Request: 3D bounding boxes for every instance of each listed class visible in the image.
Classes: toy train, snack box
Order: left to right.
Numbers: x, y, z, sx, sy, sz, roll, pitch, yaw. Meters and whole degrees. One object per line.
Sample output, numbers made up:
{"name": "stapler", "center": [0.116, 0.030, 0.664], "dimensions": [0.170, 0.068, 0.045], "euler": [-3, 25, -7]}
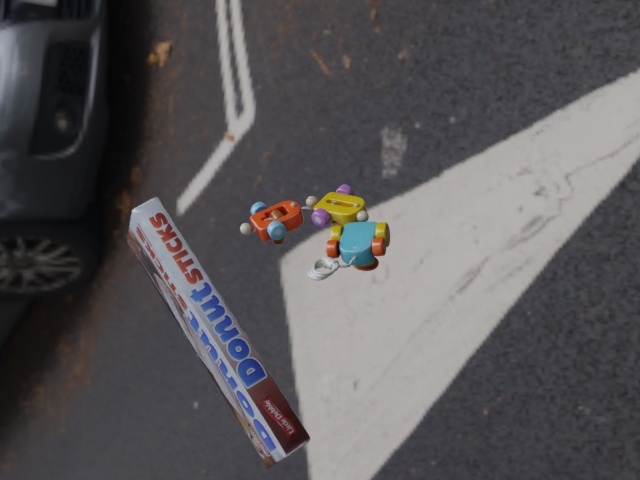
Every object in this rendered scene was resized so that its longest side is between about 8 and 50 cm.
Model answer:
{"name": "snack box", "center": [-0.067, 0.059, 0.689], "dimensions": [0.178, 0.022, 0.064], "euler": [57, 159, 9]}
{"name": "toy train", "center": [0.000, 0.000, 1.115], "dimensions": [0.166, 0.125, 0.046], "euler": [42, 153, 50]}
